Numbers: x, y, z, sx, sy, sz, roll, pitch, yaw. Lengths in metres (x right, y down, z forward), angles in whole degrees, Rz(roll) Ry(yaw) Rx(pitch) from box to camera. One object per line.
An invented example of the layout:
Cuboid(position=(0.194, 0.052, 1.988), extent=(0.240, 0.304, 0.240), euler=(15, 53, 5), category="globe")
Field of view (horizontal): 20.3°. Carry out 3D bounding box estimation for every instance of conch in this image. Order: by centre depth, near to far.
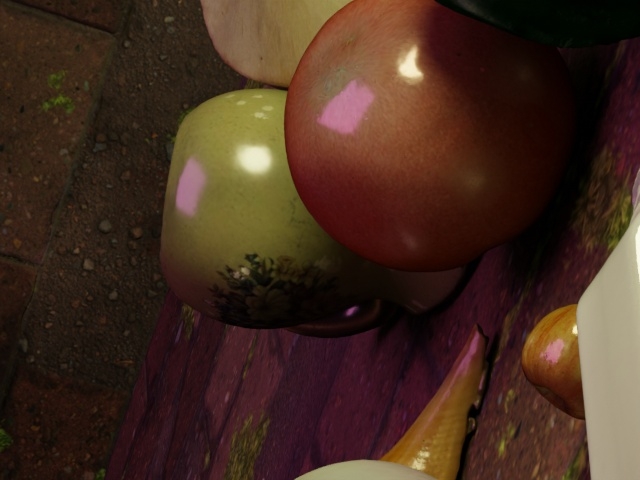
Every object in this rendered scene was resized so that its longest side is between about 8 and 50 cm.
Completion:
Cuboid(position=(0.062, 0.222, 1.564), extent=(0.109, 0.093, 0.330), euler=(-107, 36, -81), category="conch")

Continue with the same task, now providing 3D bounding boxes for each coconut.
Cuboid(position=(0.026, -0.272, 1.821), extent=(0.329, 0.329, 0.329), euler=(-163, 90, -78), category="coconut")

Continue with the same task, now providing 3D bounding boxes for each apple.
Cuboid(position=(0.183, 0.083, 1.249), extent=(0.071, 0.084, 0.084), euler=(-48, 7, -13), category="apple")

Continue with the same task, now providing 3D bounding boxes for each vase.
Cuboid(position=(0.000, 0.000, 1.813), extent=(0.329, 0.302, 0.241), euler=(93, -175, -56), category="vase")

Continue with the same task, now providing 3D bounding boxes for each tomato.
Cuboid(position=(0.090, -0.100, 1.529), extent=(0.256, 0.224, 0.256), euler=(-29, 39, 27), category="tomato")

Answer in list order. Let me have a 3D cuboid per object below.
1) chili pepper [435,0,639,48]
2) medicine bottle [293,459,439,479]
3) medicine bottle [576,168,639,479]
Cuboid(position=(0.182, -0.280, 1.334), extent=(0.233, 0.256, 0.248), euler=(-121, 47, -67), category="chili pepper")
Cuboid(position=(0.067, 0.280, 1.174), extent=(0.388, 0.219, 0.219), euler=(-166, 93, -77), category="medicine bottle")
Cuboid(position=(0.217, 0.079, 0.853), extent=(0.324, 0.179, 0.124), euler=(-86, 17, -49), category="medicine bottle")
